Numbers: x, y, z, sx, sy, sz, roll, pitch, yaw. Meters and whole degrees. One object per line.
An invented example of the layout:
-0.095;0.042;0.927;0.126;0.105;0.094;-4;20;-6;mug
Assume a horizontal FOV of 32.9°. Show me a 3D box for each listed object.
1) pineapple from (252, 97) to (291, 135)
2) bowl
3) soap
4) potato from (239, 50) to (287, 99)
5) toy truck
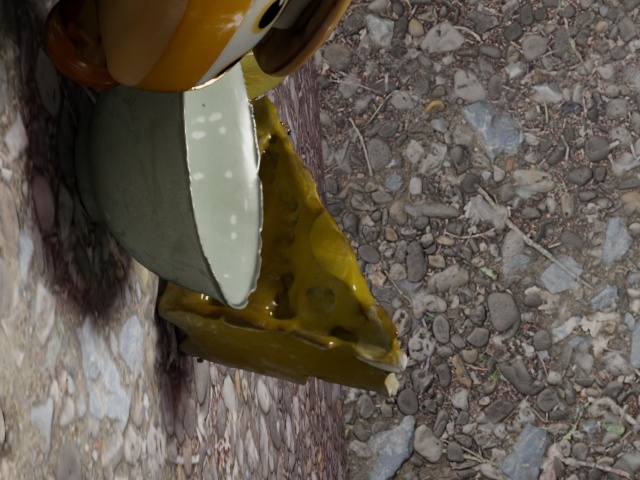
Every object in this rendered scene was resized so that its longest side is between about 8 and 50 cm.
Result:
-0.109;-0.148;1.539;0.176;0.137;0.161;73;14;-54;pineapple
-0.159;-0.078;1.083;0.313;0.146;0.313;-6;90;-82;bowl
0.000;0.000;1.350;0.169;0.304;0.338;77;28;-59;soap
-0.137;-0.263;1.379;0.203;0.178;0.158;-6;74;-52;potato
-0.095;-0.250;0.877;0.204;0.212;0.288;-45;-137;46;toy truck
